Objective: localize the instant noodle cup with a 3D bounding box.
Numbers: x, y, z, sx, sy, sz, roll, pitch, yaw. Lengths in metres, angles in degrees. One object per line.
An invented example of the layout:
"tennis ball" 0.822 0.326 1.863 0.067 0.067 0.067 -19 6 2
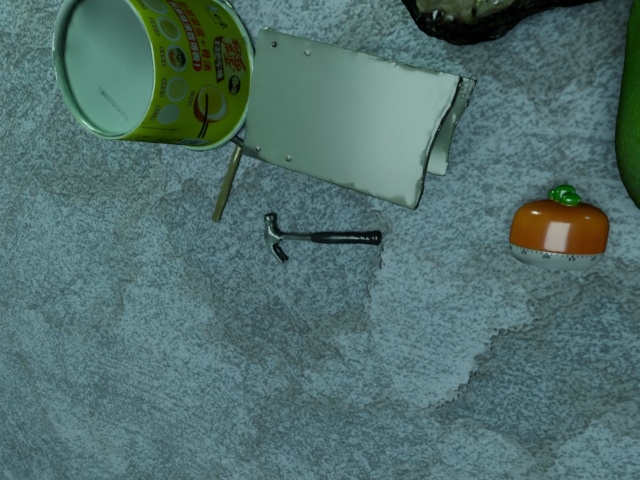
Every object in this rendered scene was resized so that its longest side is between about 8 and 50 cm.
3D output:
"instant noodle cup" -0.298 -0.307 0.768 0.311 0.221 0.311 7 108 23

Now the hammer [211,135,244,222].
"hammer" -0.193 -0.121 0.909 0.062 0.013 0.199 31 118 12

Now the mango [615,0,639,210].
"mango" 0.464 -0.154 0.494 0.225 0.201 0.381 -16 97 38

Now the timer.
"timer" 0.358 -0.023 0.648 0.136 0.099 0.136 2 99 13

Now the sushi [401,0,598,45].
"sushi" 0.256 -0.377 0.518 0.350 0.171 0.210 -14 98 32

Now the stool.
"stool" 0.064 -0.187 0.638 0.270 0.243 0.170 21 115 17

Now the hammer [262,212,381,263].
"hammer" 0.000 0.000 0.856 0.246 0.029 0.103 3 108 22
